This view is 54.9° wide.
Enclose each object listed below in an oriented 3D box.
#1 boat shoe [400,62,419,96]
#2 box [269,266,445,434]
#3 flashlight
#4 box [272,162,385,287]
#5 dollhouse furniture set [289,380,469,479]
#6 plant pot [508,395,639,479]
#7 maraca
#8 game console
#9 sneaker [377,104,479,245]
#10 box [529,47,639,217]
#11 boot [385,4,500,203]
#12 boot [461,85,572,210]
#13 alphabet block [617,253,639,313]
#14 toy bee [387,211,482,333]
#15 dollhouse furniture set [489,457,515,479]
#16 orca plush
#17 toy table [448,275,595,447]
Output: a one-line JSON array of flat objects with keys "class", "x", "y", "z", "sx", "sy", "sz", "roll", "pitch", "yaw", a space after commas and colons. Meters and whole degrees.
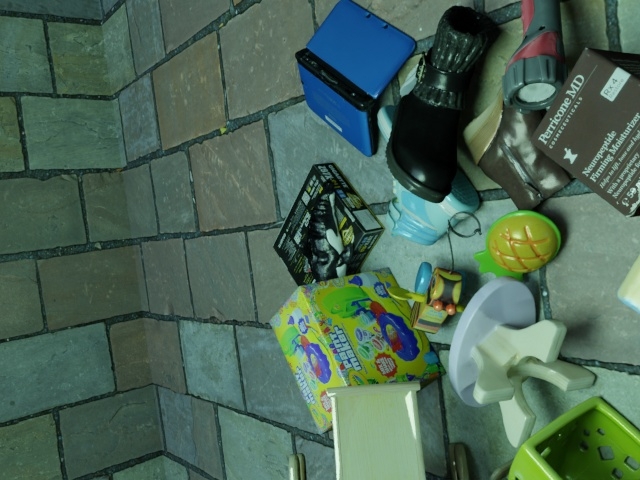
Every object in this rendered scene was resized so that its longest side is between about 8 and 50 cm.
[{"class": "boat shoe", "x": 0.207, "y": -0.358, "z": 1.350, "sx": 0.100, "sy": 0.035, "sz": 0.035, "roll": 129, "pitch": 150, "yaw": -49}, {"class": "box", "x": 0.081, "y": 0.247, "z": 1.432, "sx": 0.177, "sy": 0.279, "sz": 0.290, "roll": -51, "pitch": 59, "yaw": 45}, {"class": "flashlight", "x": 0.351, "y": -0.364, "z": 1.029, "sx": 0.103, "sy": 0.103, "sz": 0.304, "roll": 96, "pitch": 177, "yaw": -68}, {"class": "box", "x": 0.009, "y": -0.004, "z": 1.640, "sx": 0.257, "sy": 0.079, "sz": 0.322, "roll": 53, "pitch": 135, "yaw": 28}, {"class": "dollhouse furniture set", "x": 0.115, "y": 0.439, "z": 1.253, "sx": 0.394, "sy": 0.361, "sz": 0.257, "roll": 76, "pitch": -170, "yaw": -71}, {"class": "plant pot", "x": 0.450, "y": 0.444, "z": 1.049, "sx": 0.227, "sy": 0.228, "sz": 0.207, "roll": 48, "pitch": 138, "yaw": 35}, {"class": "maraca", "x": 0.367, "y": 0.015, "z": 1.157, "sx": 0.127, "sy": 0.099, "sz": 0.186, "roll": 33, "pitch": 136, "yaw": 4}, {"class": "game console", "x": 0.088, "y": -0.394, "z": 1.498, "sx": 0.293, "sy": 0.173, "sz": 0.250, "roll": 47, "pitch": 163, "yaw": 36}, {"class": "sneaker", "x": 0.183, "y": -0.127, "z": 1.350, "sx": 0.319, "sy": 0.127, "sz": 0.208, "roll": 61, "pitch": 137, "yaw": 26}, {"class": "box", "x": 0.473, "y": -0.164, "z": 0.930, "sx": 0.203, "sy": 0.167, "sz": 0.169, "roll": 50, "pitch": 133, "yaw": 34}, {"class": "boot", "x": 0.232, "y": -0.264, "z": 1.154, "sx": 0.348, "sy": 0.131, "sz": 0.260, "roll": -87, "pitch": 21, "yaw": -44}, {"class": "boot", "x": 0.393, "y": -0.190, "z": 1.122, "sx": 0.207, "sy": 0.090, "sz": 0.248, "roll": 54, "pitch": 135, "yaw": 13}, {"class": "alphabet block", "x": 0.567, "y": 0.035, "z": 0.835, "sx": 0.193, "sy": 0.192, "sz": 0.197, "roll": 41, "pitch": 129, "yaw": 38}, {"class": "toy bee", "x": 0.235, "y": 0.108, "z": 1.266, "sx": 0.195, "sy": 0.162, "sz": 0.298, "roll": -1, "pitch": 130, "yaw": 15}, {"class": "dollhouse furniture set", "x": 0.384, "y": 0.594, "z": 1.208, "sx": 0.212, "sy": 0.160, "sz": 0.242, "roll": 43, "pitch": 129, "yaw": 39}, {"class": "orca plush", "x": 0.000, "y": 0.000, "z": 1.507, "sx": 0.151, "sy": 0.102, "sz": 0.288, "roll": 26, "pitch": 117, "yaw": 46}, {"class": "toy table", "x": 0.352, "y": 0.224, "z": 1.129, "sx": 0.161, "sy": 0.252, "sz": 0.275, "roll": -134, "pitch": 36, "yaw": -58}]
